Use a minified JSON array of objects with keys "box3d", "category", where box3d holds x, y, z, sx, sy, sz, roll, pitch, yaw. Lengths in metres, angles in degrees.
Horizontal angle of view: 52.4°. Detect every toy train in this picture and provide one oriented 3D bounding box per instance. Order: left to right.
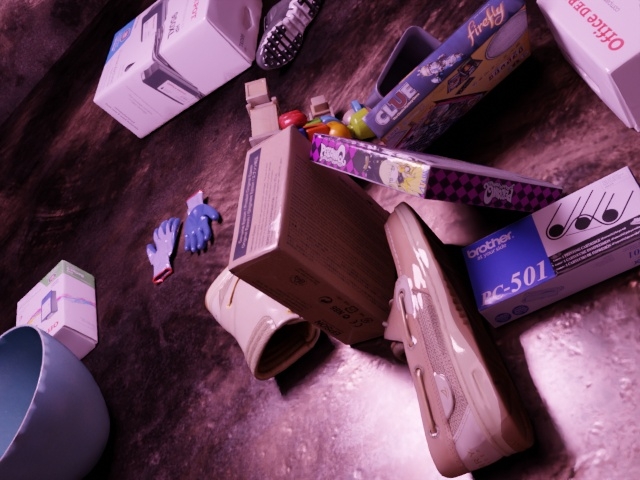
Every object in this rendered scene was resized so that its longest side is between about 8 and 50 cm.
[{"box3d":[0.021,-0.159,0.995,0.143,0.105,0.248,-21,15,-1],"category":"toy train"}]

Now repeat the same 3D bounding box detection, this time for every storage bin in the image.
[{"box3d":[0.136,-0.254,1.041,0.135,0.098,0.091,-61,12,-12],"category":"storage bin"}]

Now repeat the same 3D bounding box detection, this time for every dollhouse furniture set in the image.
[{"box3d":[-0.046,-0.222,1.209,0.160,0.101,0.182,-14,46,5],"category":"dollhouse furniture set"}]

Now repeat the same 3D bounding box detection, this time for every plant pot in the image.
[{"box3d":[-0.473,0.312,1.089,0.290,0.195,0.290,-25,46,29],"category":"plant pot"}]

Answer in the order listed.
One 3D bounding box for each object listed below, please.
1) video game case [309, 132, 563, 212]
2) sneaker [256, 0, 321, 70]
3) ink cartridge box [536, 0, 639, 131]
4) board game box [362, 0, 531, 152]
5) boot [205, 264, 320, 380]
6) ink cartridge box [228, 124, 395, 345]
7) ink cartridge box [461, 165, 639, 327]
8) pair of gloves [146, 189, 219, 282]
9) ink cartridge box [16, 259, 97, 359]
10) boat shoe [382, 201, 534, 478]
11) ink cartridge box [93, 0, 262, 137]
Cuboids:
[{"box3d":[0.138,-0.081,0.789,0.210,0.232,0.042,27,108,50],"category":"video game case"},{"box3d":[-0.086,-0.458,1.423,0.106,0.078,0.234,2,58,48],"category":"sneaker"},{"box3d":[0.426,-0.289,0.756,0.272,0.114,0.198,-35,41,19],"category":"ink cartridge box"},{"box3d":[0.181,-0.216,0.902,0.243,0.165,0.042,-42,72,10],"category":"board game box"},{"box3d":[-0.049,0.056,0.960,0.262,0.095,0.203,-49,39,3],"category":"boot"},{"box3d":[0.000,0.000,0.844,0.088,0.234,0.193,-24,45,32],"category":"ink cartridge box"},{"box3d":[0.268,0.010,0.728,0.207,0.046,0.097,-29,42,25],"category":"ink cartridge box"},{"box3d":[-0.275,-0.012,1.293,0.198,0.023,0.159,-35,43,20],"category":"pair of gloves"},{"box3d":[-0.554,0.170,1.363,0.154,0.093,0.212,-40,42,12],"category":"ink cartridge box"},{"box3d":[0.122,0.094,0.744,0.110,0.121,0.341,-34,43,19],"category":"boat shoe"},{"box3d":[-0.352,-0.481,1.622,0.394,0.166,0.286,-24,46,28],"category":"ink cartridge box"}]
